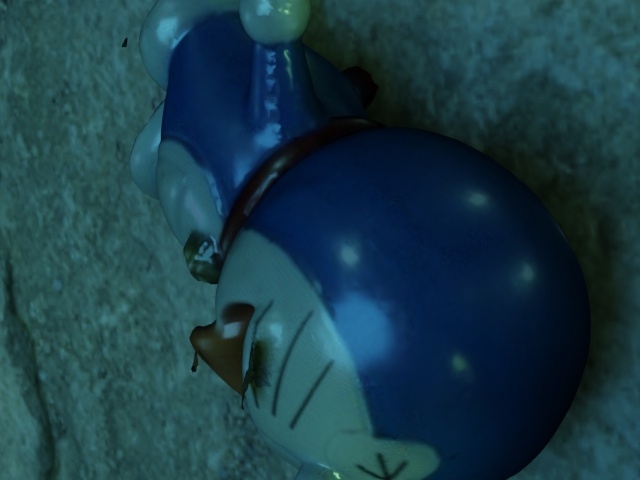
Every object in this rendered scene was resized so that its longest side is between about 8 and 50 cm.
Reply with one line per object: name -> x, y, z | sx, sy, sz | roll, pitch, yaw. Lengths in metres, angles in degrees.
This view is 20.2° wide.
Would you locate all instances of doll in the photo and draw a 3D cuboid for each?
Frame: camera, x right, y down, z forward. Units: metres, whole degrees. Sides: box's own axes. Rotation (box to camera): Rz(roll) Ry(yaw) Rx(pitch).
doll -> 0.000, 0.000, 0.775 | 0.257, 0.161, 0.215 | 46, 154, 35
